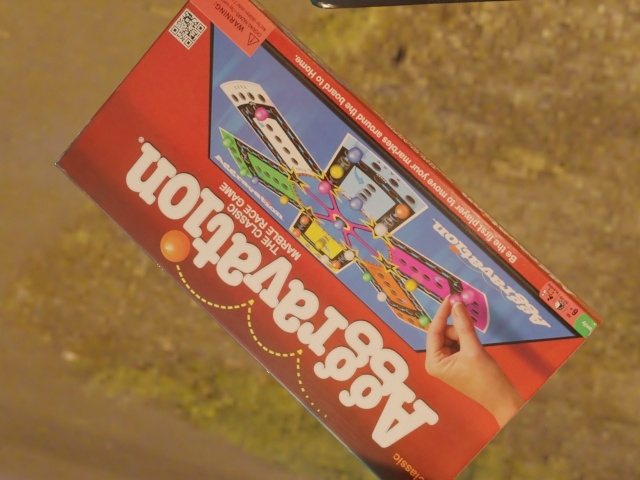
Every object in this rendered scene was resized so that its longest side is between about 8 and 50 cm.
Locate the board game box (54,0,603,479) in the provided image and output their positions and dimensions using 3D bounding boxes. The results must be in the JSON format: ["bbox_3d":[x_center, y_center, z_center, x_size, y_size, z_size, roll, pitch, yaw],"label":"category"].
[{"bbox_3d":[0.000,0.000,0.957,0.281,0.145,0.027,43,-166,9],"label":"board game box"}]

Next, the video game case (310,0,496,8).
[{"bbox_3d":[0.095,-0.199,0.483,0.196,0.274,0.026,-1,166,12],"label":"video game case"}]
